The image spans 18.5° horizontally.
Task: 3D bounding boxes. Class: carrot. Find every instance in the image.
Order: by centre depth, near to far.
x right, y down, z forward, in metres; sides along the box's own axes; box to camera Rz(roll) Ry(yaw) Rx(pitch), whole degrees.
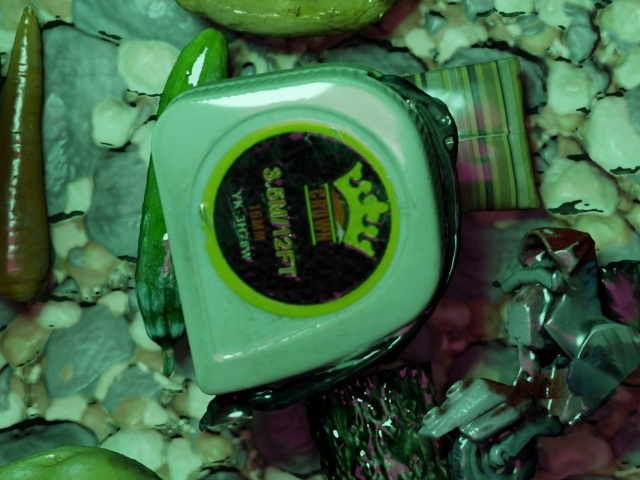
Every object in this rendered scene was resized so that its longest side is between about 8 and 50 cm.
[{"bbox_3d":[-0.216,-0.063,1.414,0.048,0.048,0.216,1,85,4],"label":"carrot"}]

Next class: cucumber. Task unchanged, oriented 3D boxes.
[{"bbox_3d":[0.074,0.266,1.366,0.096,0.096,0.359,-14,88,4],"label":"cucumber"},{"bbox_3d":[-0.101,-0.028,1.398,0.056,0.056,0.250,8,89,4],"label":"cucumber"}]

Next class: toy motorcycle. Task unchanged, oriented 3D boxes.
[{"bbox_3d":[0.149,0.076,1.348,0.122,0.082,0.213,47,71,-9],"label":"toy motorcycle"}]

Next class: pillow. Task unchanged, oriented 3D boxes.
[{"bbox_3d":[0.048,-0.062,1.395,0.203,0.038,0.113,-9,90,4],"label":"pillow"}]

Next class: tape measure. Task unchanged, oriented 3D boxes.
[{"bbox_3d":[0.000,0.000,1.333,0.207,0.115,0.235,-9,102,6],"label":"tape measure"}]

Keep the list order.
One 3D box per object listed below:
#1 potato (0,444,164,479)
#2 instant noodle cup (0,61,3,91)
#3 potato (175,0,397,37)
[{"bbox_3d":[-0.166,0.270,1.353,0.174,0.159,0.251,-2,99,27],"label":"potato"},{"bbox_3d":[-0.304,-0.124,1.322,0.207,0.232,0.207,0,89,4],"label":"instant noodle cup"},{"bbox_3d":[-0.021,-0.195,1.381,0.170,0.080,0.107,6,78,5],"label":"potato"}]
